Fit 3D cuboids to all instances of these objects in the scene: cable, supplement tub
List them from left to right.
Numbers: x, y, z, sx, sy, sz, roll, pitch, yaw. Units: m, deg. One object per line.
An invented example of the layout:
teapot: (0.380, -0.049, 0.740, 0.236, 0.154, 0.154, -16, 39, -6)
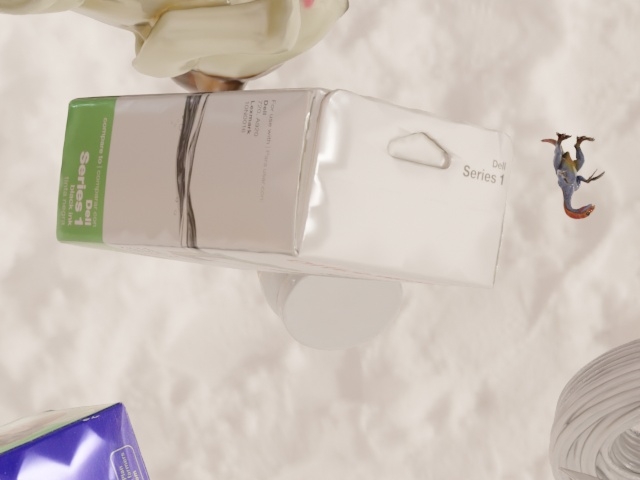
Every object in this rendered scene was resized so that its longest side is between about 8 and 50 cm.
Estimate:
supplement tub: (0.000, 0.000, 1.746, 0.144, 0.144, 0.199, -18, 42, -1)
cable: (0.373, 0.203, 1.848, 0.257, 0.257, 0.089, -2, 46, 6)

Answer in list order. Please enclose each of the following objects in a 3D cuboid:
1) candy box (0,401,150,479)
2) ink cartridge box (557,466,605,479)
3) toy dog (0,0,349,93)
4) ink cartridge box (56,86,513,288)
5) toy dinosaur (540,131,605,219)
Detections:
candy box: (-0.232, 0.278, 1.086, 0.122, 0.317, 0.268, -15, 94, 44)
ink cartridge box: (0.303, 0.283, 1.666, 0.104, 0.181, 0.061, 34, 99, 51)
toy dog: (-0.150, -0.257, 1.484, 0.395, 0.408, 0.284, 0, 76, 41)
ink cartridge box: (-0.023, -0.029, 0.988, 0.219, 0.160, 0.092, 4, 86, 48)
toy dinosaur: (0.240, -0.059, 1.633, 0.047, 0.090, 0.082, 9, 85, -12)
